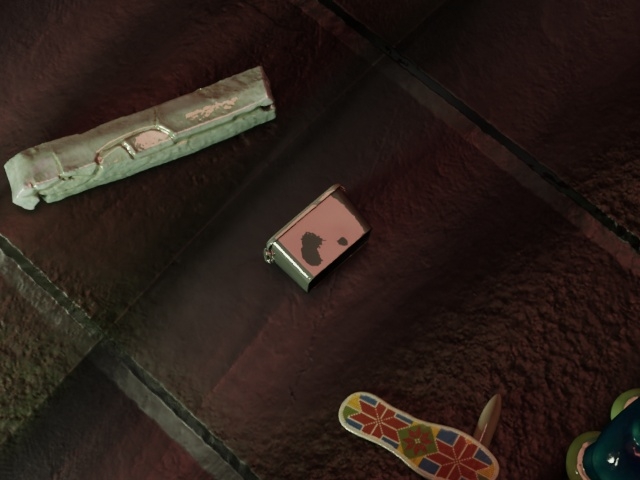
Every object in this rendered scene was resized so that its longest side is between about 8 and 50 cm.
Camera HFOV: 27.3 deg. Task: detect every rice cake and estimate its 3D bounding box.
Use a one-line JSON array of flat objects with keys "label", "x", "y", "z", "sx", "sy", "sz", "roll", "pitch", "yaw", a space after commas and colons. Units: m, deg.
[{"label": "rice cake", "x": -0.215, "y": -0.122, "z": 1.586, "sx": 0.336, "sy": 0.063, "sz": 0.066, "roll": -22, "pitch": 61, "yaw": -4}]

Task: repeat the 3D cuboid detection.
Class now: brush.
[{"label": "brush", "x": 0.140, "y": 0.298, "z": 1.415, "sx": 0.039, "sy": 0.042, "sz": 0.299, "roll": 3, "pitch": 62, "yaw": 47}]

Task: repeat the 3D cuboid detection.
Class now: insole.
[{"label": "insole", "x": 0.106, "y": 0.219, "z": 1.446, "sx": 0.193, "sy": 0.006, "sz": 0.065, "roll": 25, "pitch": 68, "yaw": 23}]

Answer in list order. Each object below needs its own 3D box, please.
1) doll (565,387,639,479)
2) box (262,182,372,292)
[{"label": "doll", "x": 0.397, "y": 0.283, "z": 1.330, "sx": 0.322, "sy": 0.186, "sz": 0.198, "roll": 40, "pitch": 77, "yaw": 19}, {"label": "box", "x": 0.000, "y": 0.000, "z": 1.518, "sx": 0.122, "sy": 0.084, "sz": 0.069, "roll": -41, "pitch": 82, "yaw": -11}]
